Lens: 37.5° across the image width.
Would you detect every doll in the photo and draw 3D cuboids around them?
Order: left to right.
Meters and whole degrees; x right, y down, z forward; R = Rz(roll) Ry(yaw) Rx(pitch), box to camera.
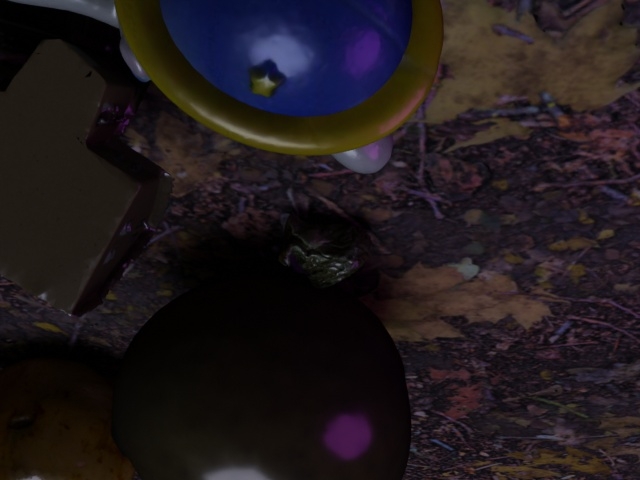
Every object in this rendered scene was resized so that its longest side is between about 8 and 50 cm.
[{"bbox_3d":[-0.066,-0.157,0.586,0.310,0.160,0.242,21,-173,-5],"label":"doll"}]

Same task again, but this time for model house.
[{"bbox_3d":[-0.197,-0.073,0.752,0.180,0.176,0.248,32,-173,-4],"label":"model house"}]

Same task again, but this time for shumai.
[{"bbox_3d":[0.000,0.000,0.923,0.082,0.083,0.080,-36,102,12],"label":"shumai"}]

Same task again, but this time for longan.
[{"bbox_3d":[-0.054,0.179,0.984,0.318,0.319,0.319,4,149,2],"label":"longan"}]

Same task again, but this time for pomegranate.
[{"bbox_3d":[-0.364,0.273,1.261,0.248,0.248,0.248,4,149,2],"label":"pomegranate"}]

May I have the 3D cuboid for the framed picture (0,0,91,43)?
[{"bbox_3d":[-0.270,-0.223,0.629,0.252,0.014,0.197,15,148,-15],"label":"framed picture"}]

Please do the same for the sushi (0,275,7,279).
[{"bbox_3d":[-0.309,-0.042,0.844,0.241,0.108,0.161,14,150,-26],"label":"sushi"}]
